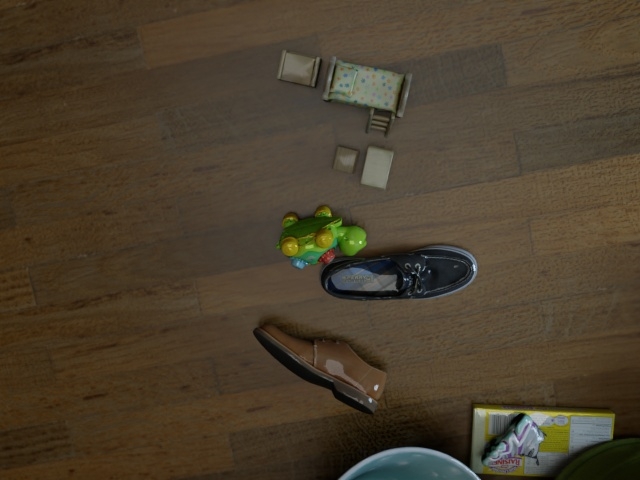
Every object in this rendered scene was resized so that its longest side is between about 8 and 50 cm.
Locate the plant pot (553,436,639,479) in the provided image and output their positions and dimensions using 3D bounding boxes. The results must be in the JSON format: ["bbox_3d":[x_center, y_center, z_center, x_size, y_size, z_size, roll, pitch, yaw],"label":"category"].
[{"bbox_3d":[0.499,0.447,0.867,0.366,0.353,0.366,2,82,-12],"label":"plant pot"}]

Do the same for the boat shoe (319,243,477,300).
[{"bbox_3d":[0.111,0.050,1.027,0.228,0.076,0.080,0,99,4],"label":"boat shoe"}]

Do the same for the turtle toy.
[{"bbox_3d":[0.000,0.000,1.026,0.130,0.095,0.066,-12,119,6],"label":"turtle toy"}]

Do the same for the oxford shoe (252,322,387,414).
[{"bbox_3d":[0.000,0.173,1.068,0.212,0.076,0.076,30,69,1],"label":"oxford shoe"}]

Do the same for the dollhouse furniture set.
[{"bbox_3d":[0.017,-0.165,0.987,0.182,0.101,0.161,12,99,2],"label":"dollhouse furniture set"}]

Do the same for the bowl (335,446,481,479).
[{"bbox_3d":[0.094,0.447,1.013,0.311,0.163,0.311,5,75,-19],"label":"bowl"}]

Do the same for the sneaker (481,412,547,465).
[{"bbox_3d":[0.287,0.307,1.046,0.069,0.038,0.098,43,99,-1],"label":"sneaker"}]

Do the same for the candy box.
[{"bbox_3d":[0.328,0.300,1.076,0.206,0.027,0.105,2,101,4],"label":"candy box"}]
